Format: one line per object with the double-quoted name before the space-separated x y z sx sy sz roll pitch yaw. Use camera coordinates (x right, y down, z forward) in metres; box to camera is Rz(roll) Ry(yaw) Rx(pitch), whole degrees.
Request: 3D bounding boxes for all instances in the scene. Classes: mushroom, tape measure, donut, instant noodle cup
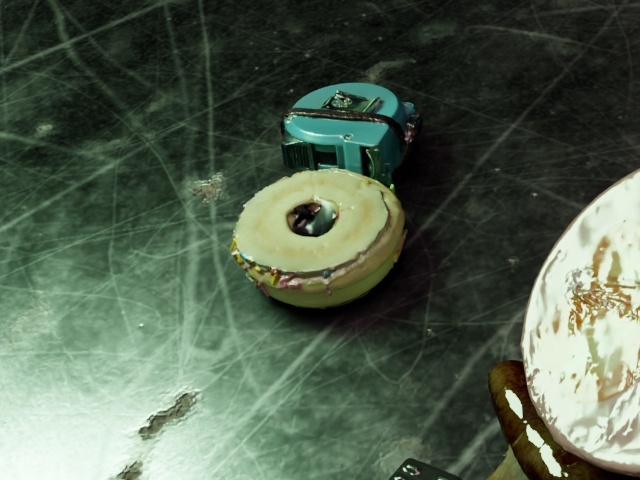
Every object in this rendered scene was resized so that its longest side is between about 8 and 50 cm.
"mushroom" 0.134 0.222 1.116 0.218 0.148 0.227 -31 35 -6
"tape measure" 0.031 -0.110 1.525 0.146 0.081 0.125 8 37 23
"donut" 0.000 0.000 1.427 0.175 0.068 0.174 -8 40 7
"instant noodle cup" 0.302 0.090 1.038 0.243 0.231 0.243 -24 49 30

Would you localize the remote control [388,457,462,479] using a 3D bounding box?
"remote control" 0.028 0.269 1.165 0.063 0.025 0.245 21 54 34
